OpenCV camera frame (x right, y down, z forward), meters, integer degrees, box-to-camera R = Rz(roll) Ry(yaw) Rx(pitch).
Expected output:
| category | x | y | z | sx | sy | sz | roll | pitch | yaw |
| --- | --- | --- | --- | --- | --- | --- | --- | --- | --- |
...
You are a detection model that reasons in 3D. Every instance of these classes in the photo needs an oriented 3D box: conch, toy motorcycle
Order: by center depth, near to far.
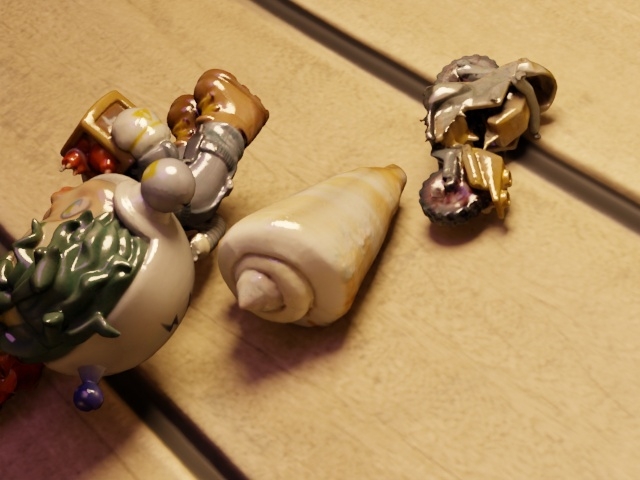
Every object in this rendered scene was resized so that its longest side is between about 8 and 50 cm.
| category | x | y | z | sx | sy | sz | roll | pitch | yaw |
| --- | --- | --- | --- | --- | --- | --- | --- | --- | --- |
| conch | 0.005 | 0.011 | 1.547 | 0.255 | 0.127 | 0.158 | -27 | -1 | -38 |
| toy motorcycle | 0.168 | -0.110 | 1.605 | 0.129 | 0.094 | 0.229 | -5 | 47 | 18 |

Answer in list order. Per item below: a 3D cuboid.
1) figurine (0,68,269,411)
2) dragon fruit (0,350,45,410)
| category | x | y | z | sx | sy | sz | roll | pitch | yaw |
| --- | --- | --- | --- | --- | --- | --- | --- | --- | --- |
| figurine | -0.182 | -0.021 | 1.530 | 0.186 | 0.261 | 0.382 | 32 | 49 | -4 |
| dragon fruit | -0.338 | 0.111 | 1.575 | 0.207 | 0.133 | 0.150 | -13 | 64 | -13 |
